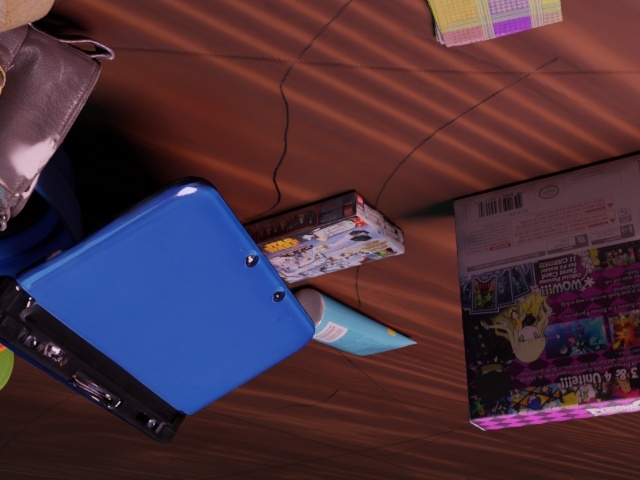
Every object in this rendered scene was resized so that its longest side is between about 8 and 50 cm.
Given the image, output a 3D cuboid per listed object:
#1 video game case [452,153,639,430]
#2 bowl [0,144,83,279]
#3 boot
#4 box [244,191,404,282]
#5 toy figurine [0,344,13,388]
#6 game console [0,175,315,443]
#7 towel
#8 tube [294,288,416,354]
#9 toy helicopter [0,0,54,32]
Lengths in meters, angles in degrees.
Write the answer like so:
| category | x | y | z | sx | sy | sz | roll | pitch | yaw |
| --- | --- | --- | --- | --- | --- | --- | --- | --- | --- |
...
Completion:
| category | x | y | z | sx | sy | sz | roll | pitch | yaw |
| --- | --- | --- | --- | --- | --- | --- | --- | --- | --- |
| video game case | 0.228 | 0.036 | 0.692 | 0.232 | 0.210 | 0.042 | -15 | 149 | 26 |
| bowl | -0.394 | -0.044 | 0.695 | 0.392 | 0.077 | 0.391 | 0 | 153 | 0 |
| boot | -0.273 | -0.071 | 0.497 | 0.263 | 0.091 | 0.229 | -49 | 132 | -1 |
| box | 0.000 | 0.000 | 0.823 | 0.137 | 0.027 | 0.094 | -16 | 150 | 28 |
| toy figurine | -0.346 | 0.088 | 0.896 | 0.159 | 0.130 | 0.173 | -29 | 180 | 24 |
| game console | -0.183 | 0.047 | 0.742 | 0.250 | 0.173 | 0.293 | 22 | 159 | 29 |
| towel | 0.111 | -0.153 | 0.545 | 0.083 | 0.009 | 0.060 | -9 | 150 | 17 |
| tube | 0.036 | 0.110 | 1.018 | 0.080 | 0.052 | 0.207 | -10 | 156 | 30 |
| toy helicopter | -0.108 | -0.195 | 0.299 | 0.140 | 0.234 | 0.355 | -33 | -178 | -34 |
